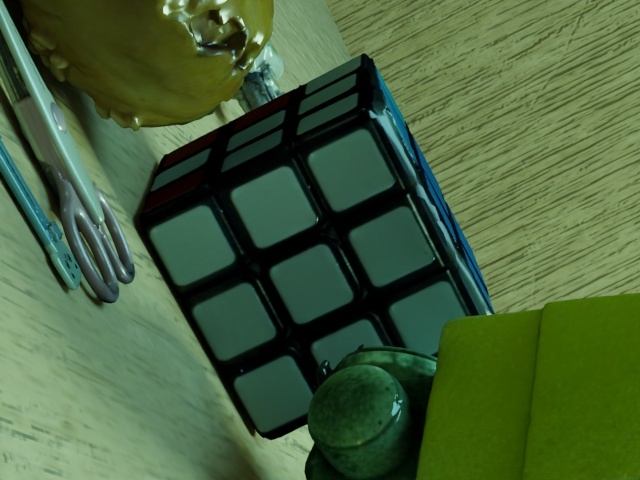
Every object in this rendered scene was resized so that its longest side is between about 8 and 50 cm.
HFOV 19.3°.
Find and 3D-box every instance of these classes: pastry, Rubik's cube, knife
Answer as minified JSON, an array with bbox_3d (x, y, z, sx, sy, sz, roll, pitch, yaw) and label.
[{"bbox_3d":[-0.118,-0.209,1.057,0.311,0.161,0.255,-90,165,-51],"label":"pastry"},{"bbox_3d":[0.000,0.000,1.155,0.161,0.163,0.162,62,10,-14],"label":"Rubik's cube"},{"bbox_3d":[-0.136,-0.020,0.880,0.096,0.010,0.027,61,8,-18],"label":"knife"}]

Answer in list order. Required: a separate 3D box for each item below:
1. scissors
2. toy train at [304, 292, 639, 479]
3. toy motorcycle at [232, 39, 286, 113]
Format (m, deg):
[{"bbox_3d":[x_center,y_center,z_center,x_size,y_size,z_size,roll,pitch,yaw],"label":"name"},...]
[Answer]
[{"bbox_3d":[-0.136,-0.053,0.941,0.085,0.022,0.176,-61,128,-77],"label":"scissors"},{"bbox_3d":[0.133,0.180,1.067,0.369,0.237,0.150,56,37,-46],"label":"toy train"},{"bbox_3d":[-0.084,-0.188,1.542,0.229,0.074,0.151,60,6,-18],"label":"toy motorcycle"}]
